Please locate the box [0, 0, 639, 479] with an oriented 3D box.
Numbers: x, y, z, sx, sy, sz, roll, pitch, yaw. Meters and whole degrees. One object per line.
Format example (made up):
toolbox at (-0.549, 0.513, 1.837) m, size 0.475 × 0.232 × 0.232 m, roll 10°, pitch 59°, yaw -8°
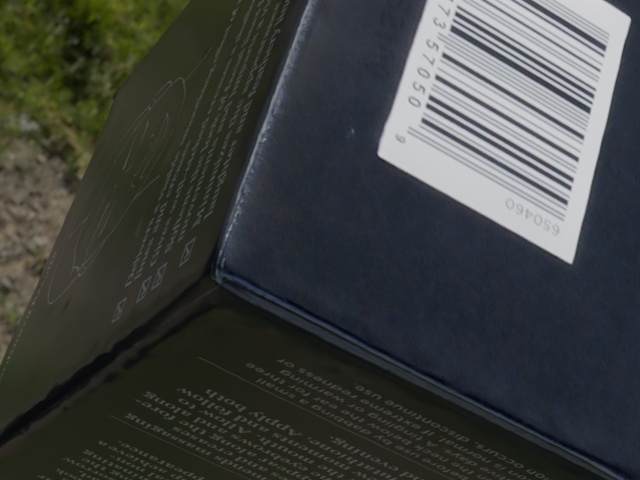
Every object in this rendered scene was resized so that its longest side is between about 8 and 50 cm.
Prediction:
box at (0.000, 0.000, 0.795) m, size 0.212 × 0.395 × 0.293 m, roll 28°, pitch 61°, yaw -17°
